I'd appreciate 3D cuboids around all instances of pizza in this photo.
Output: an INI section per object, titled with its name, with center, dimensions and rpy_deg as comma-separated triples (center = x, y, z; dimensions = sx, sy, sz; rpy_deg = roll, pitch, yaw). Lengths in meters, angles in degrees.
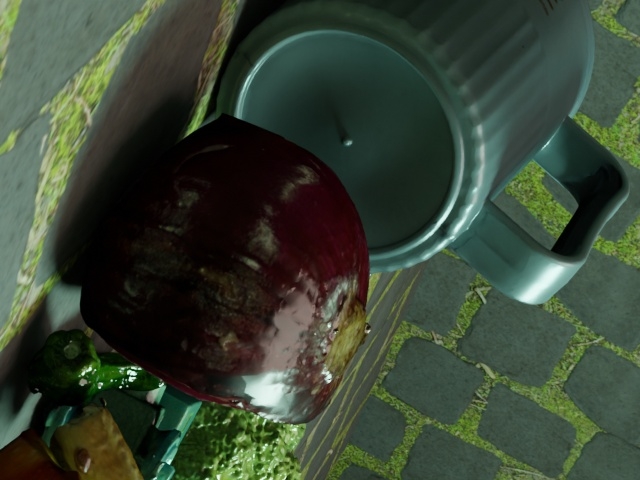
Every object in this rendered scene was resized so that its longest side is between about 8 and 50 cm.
[pizza]
center = -0.173, 0.189, 1.437
dimensions = 0.062, 0.161, 0.182
rpy_deg = -28, 129, -10

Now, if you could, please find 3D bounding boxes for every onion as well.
[onion]
center = -0.067, 0.013, 1.412
dimensions = 0.206, 0.216, 0.207
rpy_deg = -65, 164, 0

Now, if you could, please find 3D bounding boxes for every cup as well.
[cup]
center = 0.090, -0.106, 1.626
dimensions = 0.257, 0.331, 0.311
rpy_deg = -16, -165, 30

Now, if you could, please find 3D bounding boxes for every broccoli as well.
[broccoli]
center = -0.122, 0.262, 1.962
dimensions = 0.254, 0.186, 0.302
rpy_deg = -68, 179, -80

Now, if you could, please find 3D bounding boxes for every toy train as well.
[toy train]
center = -0.212, 0.240, 1.600
dimensions = 0.298, 0.120, 0.194
rpy_deg = -61, 177, -1

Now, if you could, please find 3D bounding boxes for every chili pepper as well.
[chili pepper]
center = -0.184, 0.105, 1.451
dimensions = 0.073, 0.050, 0.182
rpy_deg = -26, 169, 10

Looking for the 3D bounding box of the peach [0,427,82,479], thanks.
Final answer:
[peach]
center = -0.202, 0.313, 1.363
dimensions = 0.281, 0.281, 0.338
rpy_deg = 20, 79, -82
